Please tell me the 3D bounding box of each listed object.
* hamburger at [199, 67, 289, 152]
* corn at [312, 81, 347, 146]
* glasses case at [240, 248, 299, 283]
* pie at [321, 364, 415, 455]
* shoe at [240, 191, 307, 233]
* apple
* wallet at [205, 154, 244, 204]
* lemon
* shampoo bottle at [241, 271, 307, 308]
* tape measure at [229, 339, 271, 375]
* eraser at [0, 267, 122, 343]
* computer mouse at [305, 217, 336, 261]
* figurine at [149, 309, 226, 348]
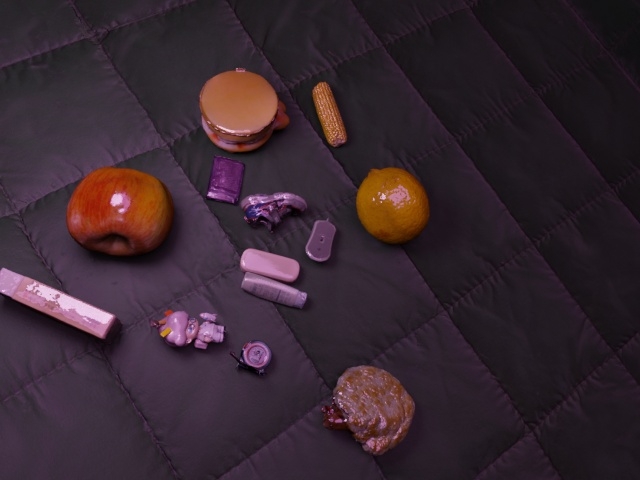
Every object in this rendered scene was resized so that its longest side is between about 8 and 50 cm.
[{"bbox_3d":[-0.261,-0.443,1.909,0.303,0.186,0.260,-24,77,-11],"label":"hamburger"},{"bbox_3d":[0.032,-0.467,2.049,0.081,0.081,0.248,-14,76,-18],"label":"corn"},{"bbox_3d":[-0.167,0.086,1.821,0.197,0.050,0.083,16,66,-9],"label":"glasses case"},{"bbox_3d":[0.159,0.520,1.726,0.275,0.105,0.257,31,58,-2],"label":"pie"},{"bbox_3d":[-0.154,-0.089,1.856,0.228,0.099,0.125,-2,64,-10],"label":"shoe"},{"bbox_3d":[-0.590,-0.099,1.657,0.302,0.301,0.301,5,70,-13],"label":"apple"},{"bbox_3d":[-0.326,-0.208,1.894,0.111,0.030,0.165,10,68,-10],"label":"wallet"},{"bbox_3d":[0.248,-0.119,1.892,0.268,0.267,0.267,5,70,-13],"label":"lemon"},{"bbox_3d":[-0.151,0.164,1.793,0.213,0.049,0.072,20,108,-9],"label":"shampoo bottle"},{"bbox_3d":[-0.202,0.343,1.662,0.104,0.179,0.107,17,68,9],"label":"tape measure"},{"bbox_3d":[-0.753,0.191,1.585,0.344,0.144,0.078,25,69,-4],"label":"eraser"},{"bbox_3d":[0.000,0.000,1.891,0.089,0.056,0.181,21,59,-8],"label":"computer mouse"},{"bbox_3d":[-0.402,0.270,1.669,0.229,0.111,0.137,11,41,-17],"label":"figurine"}]
